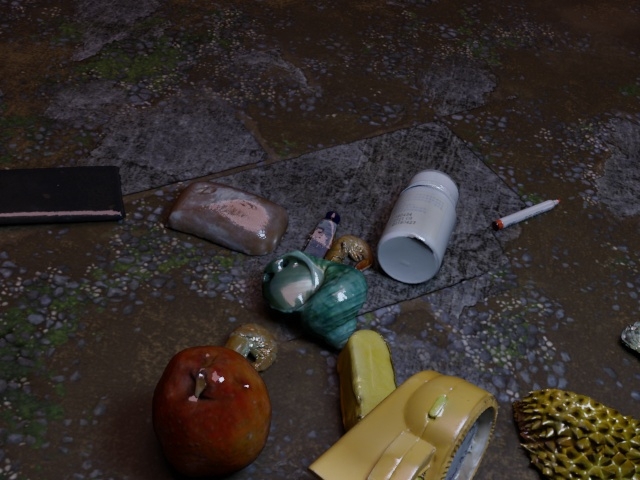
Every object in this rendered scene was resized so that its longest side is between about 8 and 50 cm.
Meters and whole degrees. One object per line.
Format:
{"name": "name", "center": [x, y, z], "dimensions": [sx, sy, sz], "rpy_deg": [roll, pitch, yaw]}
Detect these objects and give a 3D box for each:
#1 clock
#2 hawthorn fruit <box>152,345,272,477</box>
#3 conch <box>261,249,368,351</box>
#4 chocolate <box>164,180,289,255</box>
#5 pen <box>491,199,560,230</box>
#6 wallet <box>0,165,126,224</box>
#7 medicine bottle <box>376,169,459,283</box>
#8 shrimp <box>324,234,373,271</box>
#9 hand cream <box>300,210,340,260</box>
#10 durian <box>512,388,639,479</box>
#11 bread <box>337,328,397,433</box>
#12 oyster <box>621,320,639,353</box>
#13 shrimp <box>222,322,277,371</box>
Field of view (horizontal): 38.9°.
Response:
{"name": "clock", "center": [0.150, 0.349, 1.441], "dimensions": [0.200, 0.244, 0.317], "rpy_deg": [29, 58, 25]}
{"name": "hawthorn fruit", "center": [-0.178, 0.269, 1.480], "dimensions": [0.211, 0.262, 0.210], "rpy_deg": [2, 61, -4]}
{"name": "conch", "center": [0.002, 0.119, 1.784], "dimensions": [0.196, 0.134, 0.202], "rpy_deg": [-28, 50, 6]}
{"name": "chocolate", "center": [-0.197, -0.065, 1.979], "dimensions": [0.261, 0.083, 0.161], "rpy_deg": [16, 44, 7]}
{"name": "pen", "center": [0.492, -0.066, 2.149], "dimensions": [0.218, 0.026, 0.026], "rpy_deg": [-20, 50, -29]}
{"name": "wallet", "center": [-0.592, -0.095, 1.970], "dimensions": [0.321, 0.044, 0.170], "rpy_deg": [-3, 44, -18]}
{"name": "medicine bottle", "center": [0.220, -0.036, 1.979], "dimensions": [0.143, 0.143, 0.258], "rpy_deg": [18, 44, 10]}
{"name": "shrimp", "center": [0.059, 0.045, 1.947], "dimensions": [0.095, 0.045, 0.162], "rpy_deg": [38, 40, -1]}
{"name": "hand cream", "center": [0.000, 0.000, 1.983], "dimensions": [0.062, 0.039, 0.163], "rpy_deg": [21, 49, 10]}
{"name": "durian", "center": [0.474, 0.373, 1.609], "dimensions": [0.261, 0.154, 0.186], "rpy_deg": [7, 66, 8]}
{"name": "bread", "center": [0.091, 0.277, 1.653], "dimensions": [0.102, 0.094, 0.245], "rpy_deg": [8, 42, -15]}
{"name": "oyster", "center": [0.709, 0.197, 1.876], "dimensions": [0.177, 0.064, 0.125], "rpy_deg": [-18, 53, -25]}
{"name": "shrimp", "center": [-0.147, 0.225, 1.711], "dimensions": [0.099, 0.041, 0.180], "rpy_deg": [35, 45, 5]}
